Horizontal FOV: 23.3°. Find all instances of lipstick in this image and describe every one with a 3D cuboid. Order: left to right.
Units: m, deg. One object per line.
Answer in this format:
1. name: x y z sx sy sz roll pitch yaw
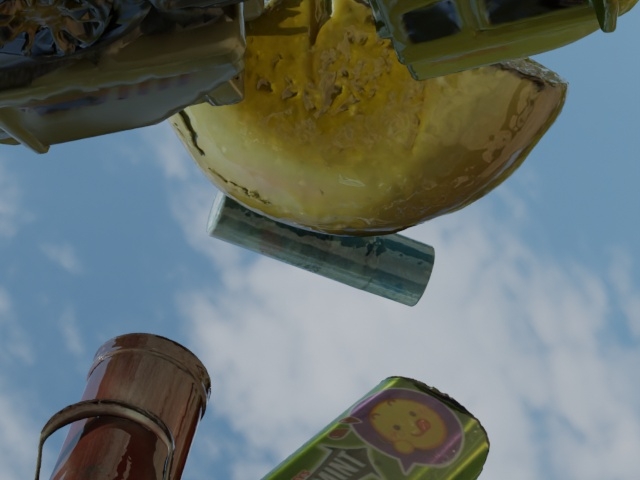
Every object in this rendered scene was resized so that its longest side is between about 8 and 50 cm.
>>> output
1. lipstick: 0.000 0.000 1.090 0.157 0.048 0.048 20 -140 -11

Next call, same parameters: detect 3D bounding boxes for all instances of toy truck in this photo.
1. toy truck: -0.051 -0.149 0.716 0.254 0.405 0.181 55 -156 -66

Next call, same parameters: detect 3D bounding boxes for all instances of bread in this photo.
1. bread: 0.010 -0.085 0.988 0.260 0.156 0.158 24 -167 4

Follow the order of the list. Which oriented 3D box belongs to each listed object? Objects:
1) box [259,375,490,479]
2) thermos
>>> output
1. box: 0.014 0.239 1.370 0.134 0.097 0.345 30 -146 22
2. thermos: -0.146 0.180 1.093 0.098 0.124 0.232 5 -139 8
